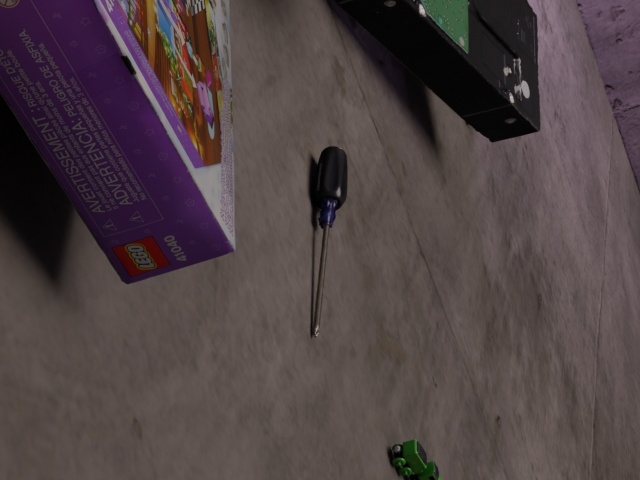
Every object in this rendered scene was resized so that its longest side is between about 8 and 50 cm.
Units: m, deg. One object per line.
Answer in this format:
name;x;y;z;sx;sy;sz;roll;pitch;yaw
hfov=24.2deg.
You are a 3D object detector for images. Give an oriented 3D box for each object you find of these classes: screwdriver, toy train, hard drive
screwdriver;0.000;0.000;1.009;0.024;0.025;0.170;58;31;-41
toy train;0.074;0.169;1.056;0.017;0.024;0.083;-89;155;-44
hard drive;0.102;-0.262;1.354;0.339;0.064;0.236;33;51;-52

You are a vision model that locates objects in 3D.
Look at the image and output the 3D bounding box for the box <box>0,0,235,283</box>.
box;-0.103;-0.152;0.681;0.293;0.057;0.201;-95;164;-48
